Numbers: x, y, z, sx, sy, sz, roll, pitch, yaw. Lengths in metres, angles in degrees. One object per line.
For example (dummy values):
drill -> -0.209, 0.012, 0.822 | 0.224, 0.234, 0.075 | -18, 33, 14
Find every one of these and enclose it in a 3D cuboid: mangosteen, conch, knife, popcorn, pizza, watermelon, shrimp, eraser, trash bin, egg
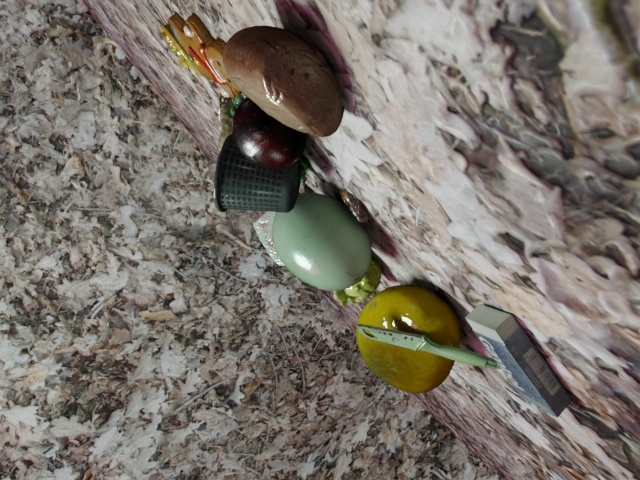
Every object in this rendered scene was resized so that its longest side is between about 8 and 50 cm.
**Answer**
mangosteen -> -0.089, -0.214, 0.888 | 0.152, 0.152, 0.152 | 47, 171, 10
conch -> -0.236, -0.294, 1.230 | 0.155, 0.130, 0.207 | -17, 96, 42
knife -> 0.212, 0.208, 0.931 | 0.293, 0.020, 0.043 | 10, 126, 21
popcorn -> 0.093, 0.091, 1.238 | 0.141, 0.162, 0.135 | 65, 159, 5
pizza -> -0.389, -0.524, 1.291 | 0.160, 0.036, 0.099 | 55, 169, -32
watermelon -> -0.060, -0.009, 1.356 | 0.213, 0.201, 0.262 | 56, 176, 8
shrimp -> 0.070, -0.078, 0.998 | 0.092, 0.029, 0.038 | 50, 172, 15
eraser -> 0.346, 0.208, 0.816 | 0.212, 0.046, 0.092 | 52, 170, -15
trash bin -> -0.128, -0.132, 1.007 | 0.161, 0.175, 0.175 | 11, 164, 6
egg -> 0.000, 0.000, 1.093 | 0.282, 0.203, 0.203 | 45, 170, 34

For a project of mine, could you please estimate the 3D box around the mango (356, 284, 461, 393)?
mango -> 0.205, 0.228, 1.089 | 0.253, 0.182, 0.365 | 43, 158, 13

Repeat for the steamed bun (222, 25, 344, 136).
steamed bun -> -0.043, -0.233, 0.684 | 0.145, 0.106, 0.175 | 34, 177, 40

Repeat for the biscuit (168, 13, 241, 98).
biscuit -> -0.260, -0.424, 1.088 | 0.324, 0.049, 0.205 | 39, 166, 40

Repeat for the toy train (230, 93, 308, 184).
toy train -> -0.123, -0.235, 1.117 | 0.251, 0.085, 0.119 | 53, 176, -14
